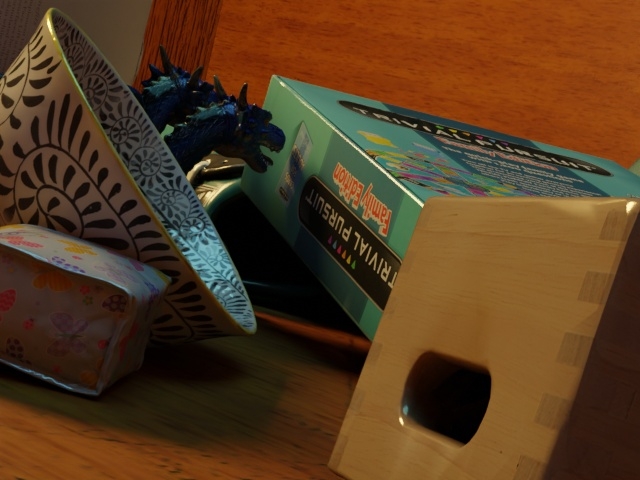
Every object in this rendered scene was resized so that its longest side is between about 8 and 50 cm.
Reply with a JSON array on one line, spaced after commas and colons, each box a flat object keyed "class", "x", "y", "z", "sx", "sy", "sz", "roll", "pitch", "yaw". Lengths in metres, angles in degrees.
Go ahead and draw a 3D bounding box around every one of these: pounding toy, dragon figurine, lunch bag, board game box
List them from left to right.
[{"class": "lunch bag", "x": -0.107, "y": 0.023, "z": 0.575, "sx": 0.083, "sy": 0.053, "sz": 0.071, "roll": 23, "pitch": 6, "yaw": 3}, {"class": "dragon figurine", "x": -0.144, "y": -0.045, "z": 0.781, "sx": 0.085, "sy": 0.144, "sz": 0.289, "roll": 15, "pitch": 4, "yaw": 44}, {"class": "board game box", "x": 0.125, "y": 0.015, "z": 0.824, "sx": 0.254, "sy": 0.079, "sz": 0.336, "roll": 12, "pitch": 15, "yaw": -23}, {"class": "pounding toy", "x": 0.114, "y": 0.067, "z": 0.411, "sx": 0.206, "sy": 0.094, "sz": 0.181, "roll": 22, "pitch": -4, "yaw": -16}]

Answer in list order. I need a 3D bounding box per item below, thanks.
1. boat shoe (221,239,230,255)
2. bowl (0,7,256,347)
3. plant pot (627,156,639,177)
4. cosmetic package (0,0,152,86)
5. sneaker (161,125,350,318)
[{"class": "boat shoe", "x": -0.128, "y": 0.000, "z": 0.910, "sx": 0.153, "sy": 0.056, "sz": 0.048, "roll": 14, "pitch": -5, "yaw": -34}, {"class": "bowl", "x": -0.105, "y": -0.011, "z": 0.679, "sx": 0.080, "sy": 0.170, "sz": 0.170, "roll": -32, "pitch": 6, "yaw": 4}, {"class": "plant pot", "x": 0.310, "y": 0.017, "z": 1.068, "sx": 0.290, "sy": 0.195, "sz": 0.290, "roll": 13, "pitch": 3, "yaw": -1}, {"class": "cosmetic package", "x": -0.188, "y": -0.128, "z": 0.891, "sx": 0.085, "sy": 0.117, "sz": 0.231, "roll": 16, "pitch": 3, "yaw": 16}, {"class": "sneaker", "x": -0.074, "y": -0.024, "z": 1.034, "sx": 0.302, "sy": 0.108, "sz": 0.121, "roll": 16, "pitch": 0, "yaw": 26}]
